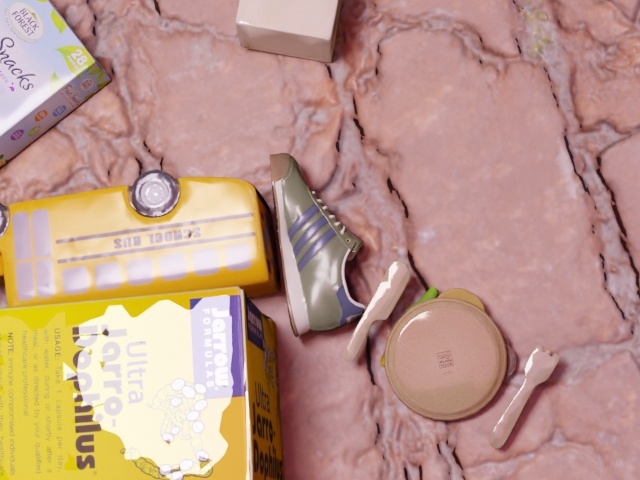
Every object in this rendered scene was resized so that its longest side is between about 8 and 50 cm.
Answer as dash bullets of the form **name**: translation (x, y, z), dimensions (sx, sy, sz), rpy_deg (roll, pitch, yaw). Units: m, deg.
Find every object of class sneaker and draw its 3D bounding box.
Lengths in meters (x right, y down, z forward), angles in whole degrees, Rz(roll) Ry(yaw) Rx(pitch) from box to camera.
- **sneaker**: translation (0.000, 0.000, 1.528), dimensions (0.086, 0.064, 0.192), rpy_deg (-8, 77, -2)

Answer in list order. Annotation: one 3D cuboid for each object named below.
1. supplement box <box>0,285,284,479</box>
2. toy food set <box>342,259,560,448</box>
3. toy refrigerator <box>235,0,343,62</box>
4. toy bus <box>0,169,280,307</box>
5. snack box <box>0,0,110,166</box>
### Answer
- **supplement box**: translation (-0.227, 0.169, 1.451), dimensions (0.356, 0.194, 0.195), rpy_deg (-6, 77, 7)
- **toy food set**: translation (0.129, 0.116, 1.500), dimensions (0.192, 0.038, 0.132), rpy_deg (31, 91, 7)
- **toy refrigerator**: translation (-0.013, -0.334, 1.582), dimensions (0.102, 0.094, 0.269), rpy_deg (10, 80, 3)
- **toy bus**: translation (-0.216, 0.011, 1.529), dimensions (0.332, 0.108, 0.130), rpy_deg (-9, 79, 5)
- **snack box**: translation (-0.363, -0.182, 1.608), dimensions (0.207, 0.070, 0.174), rpy_deg (-39, 75, -3)
